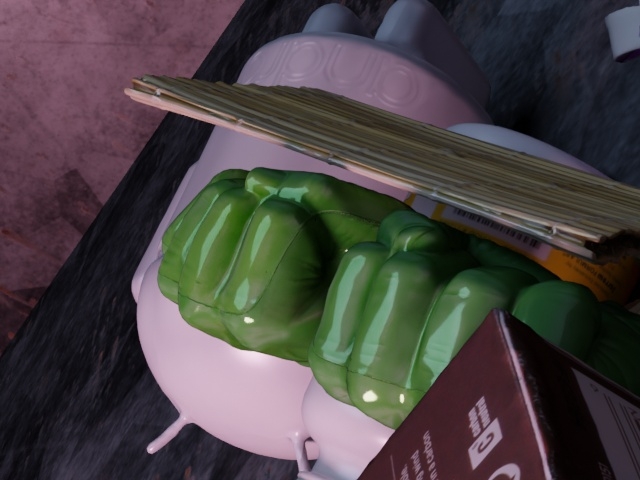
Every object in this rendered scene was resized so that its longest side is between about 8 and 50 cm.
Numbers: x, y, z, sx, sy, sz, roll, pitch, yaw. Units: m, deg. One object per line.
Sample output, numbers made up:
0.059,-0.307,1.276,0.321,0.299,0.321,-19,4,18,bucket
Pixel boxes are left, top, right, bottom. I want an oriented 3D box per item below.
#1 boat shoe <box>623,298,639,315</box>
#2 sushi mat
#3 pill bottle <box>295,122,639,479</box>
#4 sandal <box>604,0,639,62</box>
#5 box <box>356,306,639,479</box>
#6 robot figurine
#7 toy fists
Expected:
0.185,0.039,0.867,0.152,0.056,0.049,-49,38,23,boat shoe
0.056,-0.039,0.869,0.316,0.151,0.019,21,104,43,sushi mat
0.073,0.071,0.979,0.245,0.136,0.136,-62,16,-11,pill bottle
0.218,-0.149,1.006,0.169,0.102,0.416,-53,17,23,sandal
0.039,0.236,0.689,0.381,0.191,0.143,-53,16,18,box
0.000,0.000,1.220,0.300,0.200,0.353,-3,54,41,robot figurine
0.034,0.029,0.810,0.279,0.142,0.096,24,101,49,toy fists
